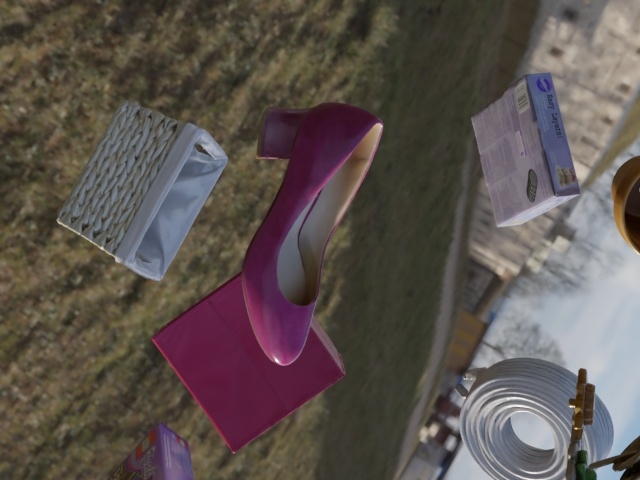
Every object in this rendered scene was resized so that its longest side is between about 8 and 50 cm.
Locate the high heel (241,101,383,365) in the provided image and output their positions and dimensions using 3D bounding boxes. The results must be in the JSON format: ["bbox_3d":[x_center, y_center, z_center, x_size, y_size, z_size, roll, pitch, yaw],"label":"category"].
[{"bbox_3d":[0.000,0.000,0.929,0.082,0.117,0.244,-3,100,-53],"label":"high heel"}]

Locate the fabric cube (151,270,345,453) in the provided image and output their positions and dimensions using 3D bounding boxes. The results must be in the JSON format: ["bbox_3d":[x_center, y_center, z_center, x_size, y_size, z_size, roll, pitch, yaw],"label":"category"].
[{"bbox_3d":[-0.132,0.203,1.977,0.259,0.258,0.254,-35,-177,-1],"label":"fabric cube"}]

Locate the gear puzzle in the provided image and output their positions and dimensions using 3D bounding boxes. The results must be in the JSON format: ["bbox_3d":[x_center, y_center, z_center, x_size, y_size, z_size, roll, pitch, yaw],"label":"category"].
[{"bbox_3d":[0.337,0.311,1.313,0.175,0.044,0.339,-51,138,-63],"label":"gear puzzle"}]

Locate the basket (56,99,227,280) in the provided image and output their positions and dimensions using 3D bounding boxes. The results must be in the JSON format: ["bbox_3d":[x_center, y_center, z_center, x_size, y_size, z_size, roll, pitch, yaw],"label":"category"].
[{"bbox_3d":[-0.194,-0.056,1.142,0.167,0.103,0.113,-61,165,-6],"label":"basket"}]

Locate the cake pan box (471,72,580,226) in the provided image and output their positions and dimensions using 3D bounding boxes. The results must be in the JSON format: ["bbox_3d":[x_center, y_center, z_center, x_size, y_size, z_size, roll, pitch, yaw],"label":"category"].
[{"bbox_3d":[0.408,-0.182,2.120,0.070,0.267,0.246,-7,167,-22],"label":"cake pan box"}]

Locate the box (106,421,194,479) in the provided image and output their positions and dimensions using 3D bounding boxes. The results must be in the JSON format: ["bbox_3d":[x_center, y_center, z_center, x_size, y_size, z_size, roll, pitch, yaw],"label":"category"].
[{"bbox_3d":[-0.236,0.366,1.272,0.201,0.057,0.293,-48,-163,3],"label":"box"}]

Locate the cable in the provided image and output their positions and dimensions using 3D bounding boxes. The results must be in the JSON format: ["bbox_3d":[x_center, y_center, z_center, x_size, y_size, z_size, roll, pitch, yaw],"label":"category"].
[{"bbox_3d":[0.367,0.323,1.800,0.257,0.257,0.089,-28,-176,39],"label":"cable"}]

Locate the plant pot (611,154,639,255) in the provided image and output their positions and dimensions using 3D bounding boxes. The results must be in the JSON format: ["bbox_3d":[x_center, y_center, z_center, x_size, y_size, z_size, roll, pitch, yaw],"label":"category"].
[{"bbox_3d":[0.624,-0.078,1.917,0.205,0.205,0.188,-62,-171,14],"label":"plant pot"}]

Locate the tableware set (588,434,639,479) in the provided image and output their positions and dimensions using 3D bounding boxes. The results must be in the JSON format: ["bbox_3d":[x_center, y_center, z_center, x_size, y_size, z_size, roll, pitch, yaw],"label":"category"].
[{"bbox_3d":[0.317,0.186,0.967,0.128,0.039,0.194,-40,171,-14],"label":"tableware set"}]
